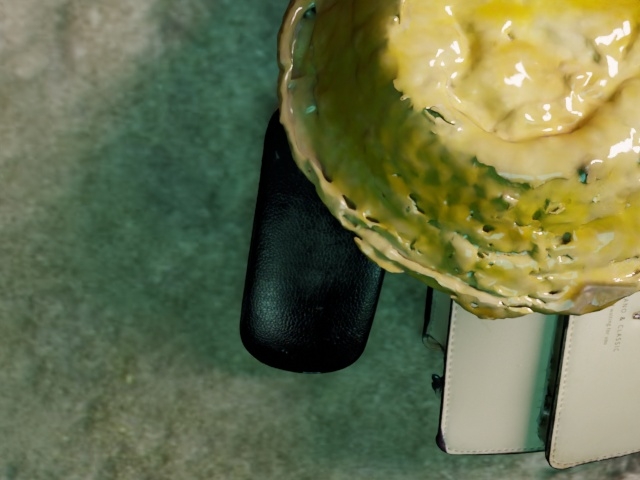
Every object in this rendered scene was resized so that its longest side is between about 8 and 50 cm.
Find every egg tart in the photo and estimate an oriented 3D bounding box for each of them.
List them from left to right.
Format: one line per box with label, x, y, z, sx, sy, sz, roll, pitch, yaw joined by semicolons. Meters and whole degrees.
egg tart;0.135;-0.120;0.826;0.345;0.345;0.132;-2;167;5

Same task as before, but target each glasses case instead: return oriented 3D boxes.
glasses case;0.000;0.000;1.091;0.122;0.075;0.314;8;130;-2

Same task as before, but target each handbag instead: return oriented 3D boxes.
handbag;0.216;0.015;1.042;0.237;0.160;0.358;-2;130;-4
